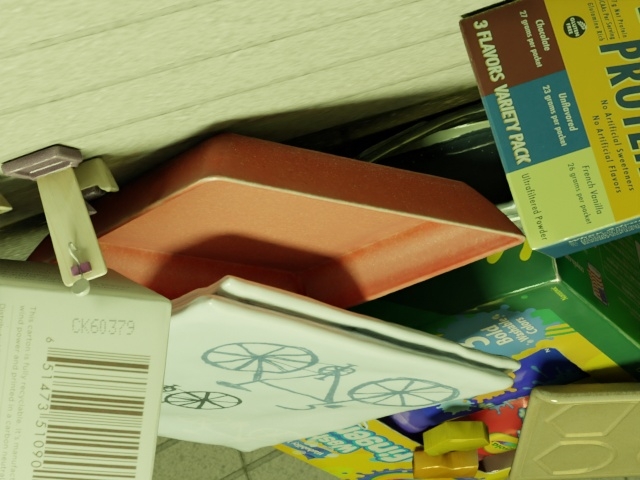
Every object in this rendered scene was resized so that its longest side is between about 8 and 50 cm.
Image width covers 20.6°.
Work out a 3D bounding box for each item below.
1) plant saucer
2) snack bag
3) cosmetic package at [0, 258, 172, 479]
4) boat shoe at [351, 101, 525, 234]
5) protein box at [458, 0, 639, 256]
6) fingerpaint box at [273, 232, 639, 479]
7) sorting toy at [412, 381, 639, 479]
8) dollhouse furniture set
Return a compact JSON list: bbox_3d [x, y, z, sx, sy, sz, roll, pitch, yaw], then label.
[{"bbox_3d":[-0.038,-0.007,1.205,0.259,0.047,0.258,11,159,-35],"label":"plant saucer"},{"bbox_3d":[-0.067,0.110,1.422,0.323,0.037,0.343,16,155,-39],"label":"snack bag"},{"bbox_3d":[-0.190,0.091,1.083,0.151,0.151,0.184,6,-178,-18],"label":"cosmetic package"},{"bbox_3d":[0.158,-0.056,1.291,0.320,0.116,0.099,-12,177,16],"label":"boat shoe"},{"bbox_3d":[0.204,-0.083,1.033,0.200,0.136,0.201,-18,175,10],"label":"protein box"},{"bbox_3d":[0.131,0.097,1.679,0.371,0.163,0.445,-19,151,23],"label":"fingerpaint box"},{"bbox_3d":[0.243,0.174,1.648,0.307,0.041,0.229,-2,153,-2],"label":"sorting toy"},{"bbox_3d":[-0.175,0.005,1.015,0.114,0.081,0.091,-18,174,10],"label":"dollhouse furniture set"}]
